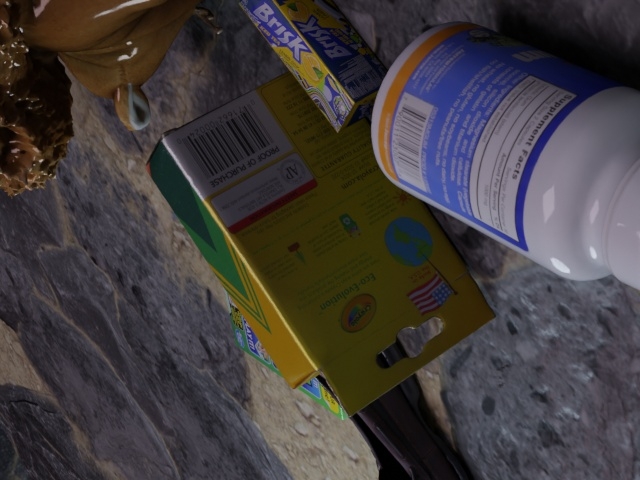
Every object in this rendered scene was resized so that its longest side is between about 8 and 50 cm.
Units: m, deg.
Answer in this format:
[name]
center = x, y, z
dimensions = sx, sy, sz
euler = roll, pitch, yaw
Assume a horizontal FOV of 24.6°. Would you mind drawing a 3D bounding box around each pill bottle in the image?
[pill bottle]
center = 0.180, -0.061, 1.135
dimensions = 0.272, 0.152, 0.152
euler = 31, 141, 41

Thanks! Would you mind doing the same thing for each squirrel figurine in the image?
[squirrel figurine]
center = -0.263, -0.233, 1.460
dimensions = 0.281, 0.397, 0.370
euler = 44, 163, 7

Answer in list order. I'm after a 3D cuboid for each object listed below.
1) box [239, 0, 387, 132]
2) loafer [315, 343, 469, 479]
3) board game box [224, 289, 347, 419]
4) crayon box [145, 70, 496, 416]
[box]
center = -0.006, -0.192, 1.417
dimensions = 0.169, 0.054, 0.059
euler = 54, 152, 12
[loafer]
center = 0.083, 0.240, 1.649
dimensions = 0.109, 0.095, 0.303
euler = -13, 105, 62
[board game box]
center = -0.046, 0.036, 1.718
dimensions = 0.213, 0.046, 0.317
euler = 31, 141, 43
[crayon box]
center = 0.000, 0.000, 1.437
dimensions = 0.318, 0.202, 0.081
euler = 57, 153, 6
